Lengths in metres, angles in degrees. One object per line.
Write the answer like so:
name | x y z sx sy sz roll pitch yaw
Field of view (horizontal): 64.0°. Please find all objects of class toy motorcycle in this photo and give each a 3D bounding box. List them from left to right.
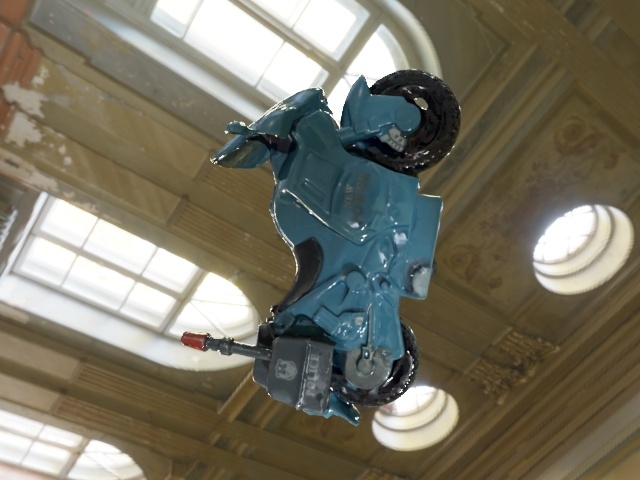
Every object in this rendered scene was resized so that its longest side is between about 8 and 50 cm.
toy motorcycle | 0.000 0.000 0.397 0.123 0.182 0.271 -7 105 -78
